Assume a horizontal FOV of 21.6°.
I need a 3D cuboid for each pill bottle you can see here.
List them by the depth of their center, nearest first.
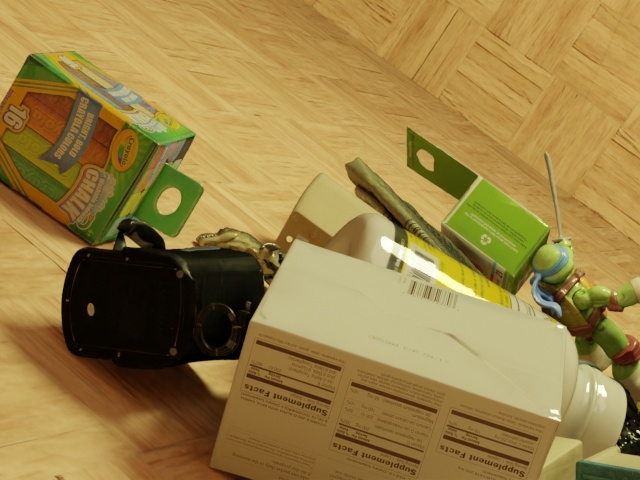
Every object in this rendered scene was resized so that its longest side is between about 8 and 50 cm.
[{"bbox_3d":[0.138,0.128,1.715,0.334,0.188,0.188,31,14,-13],"label":"pill bottle"}]

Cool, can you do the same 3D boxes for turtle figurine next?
[{"bbox_3d":[0.386,0.060,2.211,0.266,0.197,0.275,62,38,-37],"label":"turtle figurine"}]

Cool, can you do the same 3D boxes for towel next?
[{"bbox_3d":[0.178,0.056,2.204,0.312,0.056,0.324,39,10,-47],"label":"towel"}]

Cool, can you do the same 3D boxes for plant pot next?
[{"bbox_3d":[0.000,0.000,2.029,0.109,0.109,0.096,36,27,10],"label":"plant pot"}]

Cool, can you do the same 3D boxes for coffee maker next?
[{"bbox_3d":[-0.116,0.065,1.480,0.171,0.120,0.178,30,11,19],"label":"coffee maker"}]

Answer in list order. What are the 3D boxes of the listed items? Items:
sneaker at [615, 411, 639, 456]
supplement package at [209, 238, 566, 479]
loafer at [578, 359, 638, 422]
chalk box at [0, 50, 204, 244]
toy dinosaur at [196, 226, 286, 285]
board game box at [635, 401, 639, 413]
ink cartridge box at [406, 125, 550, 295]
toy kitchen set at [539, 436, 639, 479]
[{"bbox_3d":[0.365,0.232,2.006,0.217,0.121,0.079,20,19,-44],"label":"sneaker"},{"bbox_3d":[0.064,0.133,1.446,0.261,0.145,0.204,18,21,3],"label":"supplement package"},{"bbox_3d":[0.338,0.212,2.087,0.084,0.096,0.267,49,18,31],"label":"loafer"},{"bbox_3d":[-0.225,-0.085,1.736,0.213,0.132,0.132,34,14,7],"label":"chalk box"},{"bbox_3d":[-0.022,0.060,1.859,0.268,0.064,0.118,37,7,2],"label":"toy dinosaur"},{"bbox_3d":[0.524,0.254,2.257,0.201,0.136,0.035,40,16,27],"label":"board game box"},{"bbox_3d":[0.203,-0.033,2.459,0.255,0.097,0.189,36,-11,12],"label":"ink cartridge box"},{"bbox_3d":[0.266,0.287,1.553,0.207,0.166,0.122,5,14,35],"label":"toy kitchen set"}]
